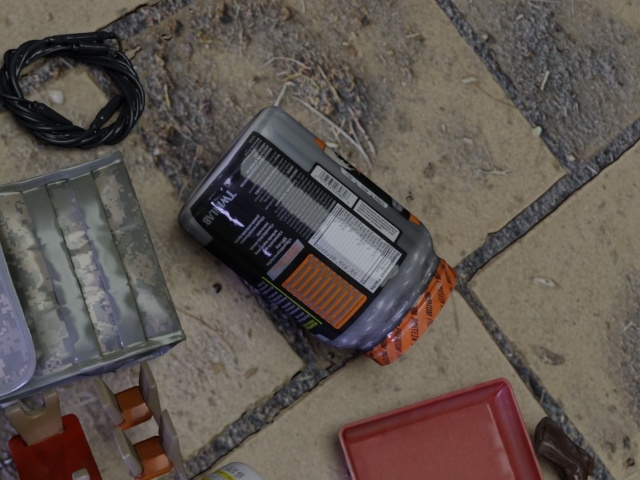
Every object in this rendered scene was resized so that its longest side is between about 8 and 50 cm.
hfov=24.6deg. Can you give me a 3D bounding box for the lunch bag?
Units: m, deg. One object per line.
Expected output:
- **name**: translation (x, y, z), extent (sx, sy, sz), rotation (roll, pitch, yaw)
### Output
- **lunch bag**: translation (-0.331, 0.054, 1.650), extent (0.287, 0.169, 0.235), rotation (-17, 84, -19)

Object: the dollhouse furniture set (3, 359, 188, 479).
- **dollhouse furniture set**: translation (-0.263, 0.290, 1.561), extent (0.262, 0.135, 0.259), rotation (-21, 48, -11)

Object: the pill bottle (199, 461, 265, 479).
- **pill bottle**: translation (-0.152, 0.347, 1.653), extent (0.215, 0.117, 0.117), rotation (-27, 85, -29)

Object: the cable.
- **cable**: translation (-0.312, -0.183, 1.808), extent (0.184, 0.047, 0.151), rotation (-10, 82, -28)

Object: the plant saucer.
- **plant saucer**: translation (0.163, 0.327, 1.835), extent (0.258, 0.048, 0.259), rotation (-13, 78, -26)

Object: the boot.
- **boot**: translation (0.309, 0.295, 1.891), extent (0.114, 0.037, 0.106), rotation (43, 44, -34)

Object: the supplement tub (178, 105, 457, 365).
- **supplement tub**: translation (0.000, 0.000, 1.791), extent (0.316, 0.193, 0.193), rotation (39, 62, -8)
